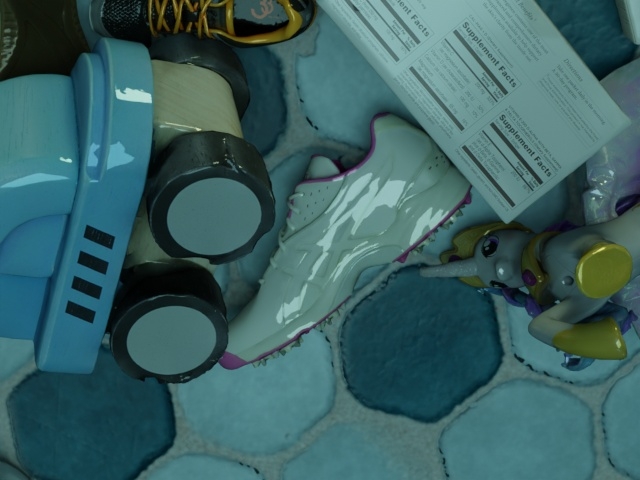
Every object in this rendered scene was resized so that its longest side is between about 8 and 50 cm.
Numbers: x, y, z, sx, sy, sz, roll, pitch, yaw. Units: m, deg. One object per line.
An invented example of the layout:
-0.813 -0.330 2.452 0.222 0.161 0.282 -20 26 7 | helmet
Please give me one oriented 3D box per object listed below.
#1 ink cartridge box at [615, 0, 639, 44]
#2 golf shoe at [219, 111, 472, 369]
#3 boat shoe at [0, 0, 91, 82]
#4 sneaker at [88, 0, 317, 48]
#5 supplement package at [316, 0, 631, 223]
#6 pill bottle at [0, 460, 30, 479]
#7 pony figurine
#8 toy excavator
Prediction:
0.325 -0.273 1.437 0.109 0.063 0.151 -17 108 1 | ink cartridge box
0.000 0.000 1.489 0.306 0.115 0.140 -39 95 2 | golf shoe
-0.272 -0.191 1.420 0.104 0.089 0.285 -8 115 -29 | boat shoe
-0.109 -0.215 1.417 0.214 0.083 0.084 -4 109 -1 | sneaker
0.128 -0.180 1.379 0.145 0.204 0.262 -39 106 9 | supplement package
-0.385 0.332 1.552 0.221 0.121 0.121 -38 106 8 | pill bottle
0.300 -0.006 1.409 0.351 0.363 0.303 -20 101 -14 | pony figurine
-0.307 0.003 1.361 0.445 0.222 0.433 9 126 -17 | toy excavator
